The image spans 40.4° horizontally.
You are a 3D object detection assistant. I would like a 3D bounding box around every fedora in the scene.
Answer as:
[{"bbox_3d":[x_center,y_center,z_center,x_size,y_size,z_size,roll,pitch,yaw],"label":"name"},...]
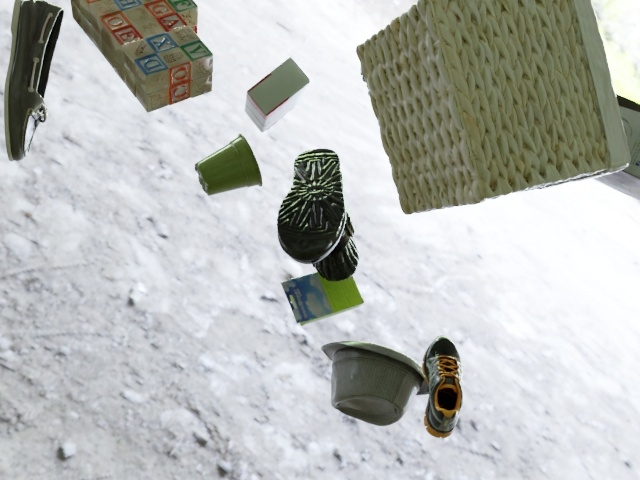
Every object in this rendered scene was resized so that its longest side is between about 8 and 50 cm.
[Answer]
[{"bbox_3d":[0.106,0.322,1.894,0.244,0.275,0.124,40,59,-30],"label":"fedora"}]

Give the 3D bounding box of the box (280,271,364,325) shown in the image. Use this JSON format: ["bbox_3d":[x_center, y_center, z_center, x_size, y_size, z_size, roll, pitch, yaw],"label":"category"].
[{"bbox_3d":[0.000,0.126,2.003,0.178,0.042,0.109,-15,72,-25],"label":"box"}]

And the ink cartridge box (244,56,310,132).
[{"bbox_3d":[-0.086,-0.276,1.663,0.063,0.109,0.150,50,-9,-1],"label":"ink cartridge box"}]

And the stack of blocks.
[{"bbox_3d":[-0.302,-0.372,1.541,0.171,0.087,0.297,-25,59,-25],"label":"stack of blocks"}]

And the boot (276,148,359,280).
[{"bbox_3d":[0.004,-0.001,1.814,0.131,0.260,0.348,1,38,10],"label":"boot"}]

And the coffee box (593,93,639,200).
[{"bbox_3d":[0.554,-0.143,1.480,0.297,0.119,0.168,29,0,21],"label":"coffee box"}]

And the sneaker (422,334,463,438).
[{"bbox_3d":[0.251,0.282,1.731,0.084,0.083,0.215,6,55,-5],"label":"sneaker"}]

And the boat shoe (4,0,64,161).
[{"bbox_3d":[-0.562,-0.318,1.706,0.095,0.335,0.112,2,-10,-11],"label":"boat shoe"}]

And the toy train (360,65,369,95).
[{"bbox_3d":[0.246,-0.357,2.032,0.334,0.142,0.190,22,28,-9],"label":"toy train"}]

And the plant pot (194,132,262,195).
[{"bbox_3d":[-0.136,-0.101,1.252,0.079,0.083,0.083,-24,54,-14],"label":"plant pot"}]

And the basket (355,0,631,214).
[{"bbox_3d":[0.259,-0.219,1.377,0.266,0.328,0.331,-17,93,-17],"label":"basket"}]
